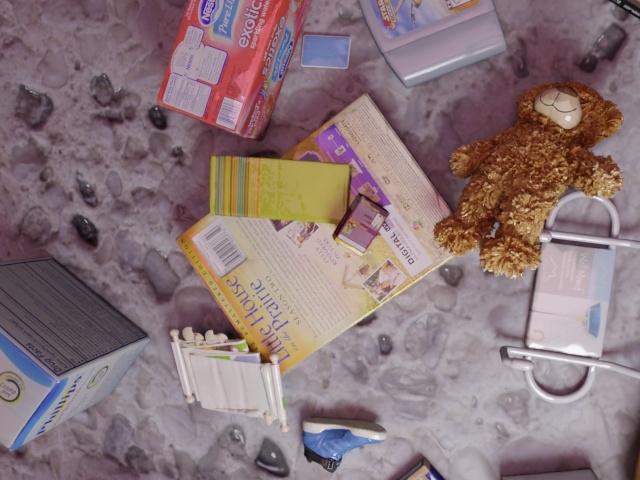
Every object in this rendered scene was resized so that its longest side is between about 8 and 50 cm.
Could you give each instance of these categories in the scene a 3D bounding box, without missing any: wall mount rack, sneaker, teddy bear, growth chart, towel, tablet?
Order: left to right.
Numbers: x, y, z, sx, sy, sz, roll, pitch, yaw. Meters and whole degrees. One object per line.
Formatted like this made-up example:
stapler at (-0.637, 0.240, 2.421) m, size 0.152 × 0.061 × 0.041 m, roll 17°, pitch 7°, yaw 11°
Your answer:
growth chart at (-0.164, 0.238, 1.066) m, size 0.237 × 0.021 × 0.172 m, roll 6°, pitch 109°, yaw 25°
towel at (-0.070, -0.084, 1.002) m, size 0.237 × 0.021 × 0.102 m, roll 5°, pitch 100°, yaw 10°
tablet at (0.009, -0.324, 1.037) m, size 0.083 × 0.006 × 0.054 m, roll 7°, pitch 95°, yaw 11°
sneaker at (0.041, 0.358, 1.049) m, size 0.152 × 0.058 × 0.085 m, roll 0°, pitch 88°, yaw 16°
teddy bear at (0.300, -0.102, 0.884) m, size 0.338 × 0.245 × 0.113 m, roll -44°, pitch 128°, yaw 5°
wall mount rack at (0.440, 0.103, 0.913) m, size 0.304 × 0.130 × 0.350 m, roll 7°, pitch 96°, yaw 11°

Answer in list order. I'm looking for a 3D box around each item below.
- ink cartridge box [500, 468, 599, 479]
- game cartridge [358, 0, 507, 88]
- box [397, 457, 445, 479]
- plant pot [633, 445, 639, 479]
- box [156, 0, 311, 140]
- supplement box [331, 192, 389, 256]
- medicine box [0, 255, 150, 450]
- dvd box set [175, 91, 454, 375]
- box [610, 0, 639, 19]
ink cartridge box at (0.386, 0.491, 0.970) m, size 0.154 × 0.093 × 0.213 m, roll -11°, pitch 93°, yaw 12°
game cartridge at (0.159, -0.411, 0.977) m, size 0.198 × 0.062 × 0.297 m, roll -19°, pitch 90°, yaw 8°
box at (0.207, 0.504, 1.038) m, size 0.136 × 0.036 × 0.225 m, roll -45°, pitch 86°, yaw 11°
plant pot at (0.554, 0.343, 0.883) m, size 0.205 × 0.205 × 0.188 m, roll 1°, pitch 79°, yaw 12°
box at (-0.133, -0.333, 0.997) m, size 0.154 × 0.142 × 0.300 m, roll 21°, pitch 98°, yaw 10°
supplement box at (0.063, -0.025, 0.958) m, size 0.055 × 0.043 × 0.083 m, roll 31°, pitch 99°, yaw -11°
medicine box at (-0.489, 0.171, 1.031) m, size 0.263 × 0.289 × 0.149 m, roll 37°, pitch 100°, yaw 7°
dvd box set at (0.000, 0.000, 1.033) m, size 0.420 × 0.062 × 0.308 m, roll -37°, pitch 86°, yaw 12°
box at (0.473, -0.465, 0.911) m, size 0.184 × 0.045 × 0.191 m, roll 35°, pitch 101°, yaw 10°
